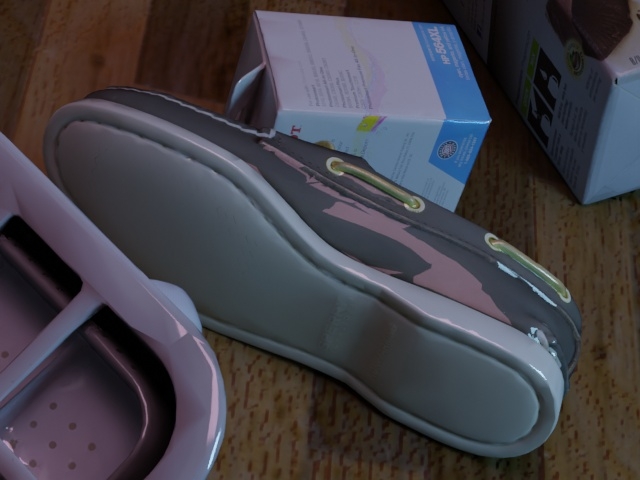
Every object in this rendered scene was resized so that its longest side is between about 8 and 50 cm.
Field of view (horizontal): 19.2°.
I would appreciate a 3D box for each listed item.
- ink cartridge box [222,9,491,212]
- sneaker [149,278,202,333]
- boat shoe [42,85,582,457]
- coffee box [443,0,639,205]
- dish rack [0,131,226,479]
[{"bbox_3d":[0.009,-0.068,1.085,0.143,0.092,0.090,3,45,-18],"label":"ink cartridge box"},{"bbox_3d":[-0.168,0.090,0.874,0.258,0.094,0.091,-16,62,-21],"label":"sneaker"},{"bbox_3d":[-0.002,0.003,1.002,0.305,0.109,0.091,30,43,2],"label":"boat shoe"},{"bbox_3d":[0.178,-0.183,1.225,0.168,0.119,0.297,-17,53,-18],"label":"coffee box"},{"bbox_3d":[-0.224,0.099,0.756,0.333,0.072,0.285,-44,68,-9],"label":"dish rack"}]
